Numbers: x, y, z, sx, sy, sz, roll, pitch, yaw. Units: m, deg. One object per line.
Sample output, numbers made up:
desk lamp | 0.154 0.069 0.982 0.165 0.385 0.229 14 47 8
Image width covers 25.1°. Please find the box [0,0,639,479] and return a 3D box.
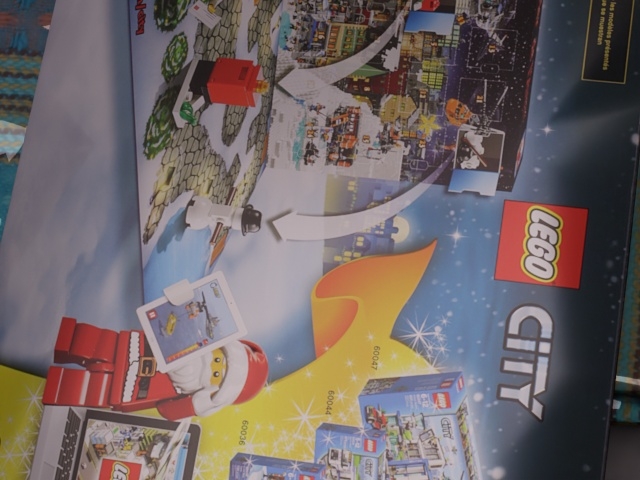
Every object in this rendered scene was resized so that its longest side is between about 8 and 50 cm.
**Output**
box | 0.000 0.000 0.376 0.159 0.044 0.233 7 75 11

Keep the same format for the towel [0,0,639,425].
towel | -0.009 -0.078 0.444 0.370 0.040 0.271 1 74 11
